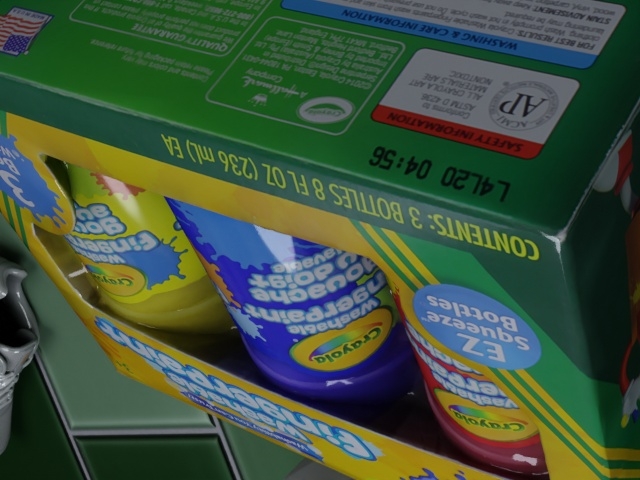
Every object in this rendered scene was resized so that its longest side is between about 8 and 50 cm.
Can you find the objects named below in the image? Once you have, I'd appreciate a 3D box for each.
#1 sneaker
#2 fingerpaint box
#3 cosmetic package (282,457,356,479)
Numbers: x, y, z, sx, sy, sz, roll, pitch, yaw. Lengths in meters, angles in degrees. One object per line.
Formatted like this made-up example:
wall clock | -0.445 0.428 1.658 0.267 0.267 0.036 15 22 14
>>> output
sneaker | -0.343 0.127 1.190 0.121 0.099 0.262 14 121 25
fingerpaint box | 0.000 0.000 0.720 0.445 0.163 0.371 19 150 30
cosmetic package | 0.178 0.293 0.897 0.377 0.097 0.284 -6 111 38
